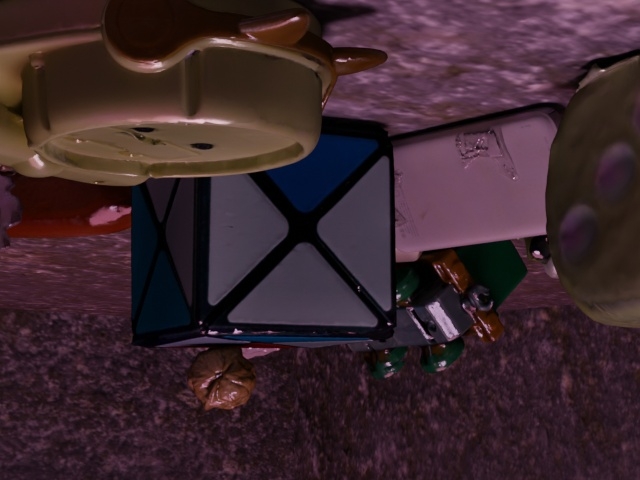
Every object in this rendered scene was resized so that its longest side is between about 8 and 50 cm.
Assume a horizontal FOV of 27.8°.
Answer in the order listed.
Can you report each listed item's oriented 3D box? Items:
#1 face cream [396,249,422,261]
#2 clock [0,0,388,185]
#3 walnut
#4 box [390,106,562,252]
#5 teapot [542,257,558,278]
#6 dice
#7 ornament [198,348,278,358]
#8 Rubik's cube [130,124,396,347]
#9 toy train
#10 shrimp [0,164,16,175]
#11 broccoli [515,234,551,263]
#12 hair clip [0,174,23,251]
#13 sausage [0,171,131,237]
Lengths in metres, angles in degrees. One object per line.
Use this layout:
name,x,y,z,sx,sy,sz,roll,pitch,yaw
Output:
face cream,0.000,0.000,2.085,0.349,0.081,0.173,-2,178,11
clock,-0.129,-0.127,1.087,0.348,0.117,0.286,-5,171,29
walnut,-0.115,0.160,1.504,0.079,0.082,0.096,28,172,0
box,0.173,-0.064,1.489,0.285,0.142,0.044,-9,-164,44
teapot,0.483,-0.019,1.772,0.318,0.149,0.220,-9,167,42
dice,0.380,-0.044,1.236,0.255,0.249,0.252,3,170,-24
ornament,-0.106,0.040,1.840,0.259,0.225,0.259,-22,-170,4
Rubik's cube,-0.071,-0.002,1.503,0.250,0.246,0.248,3,171,-24
toy train,0.174,0.088,2.202,0.249,0.178,0.429,-43,-164,-30
shrimp,-0.261,-0.110,1.418,0.254,0.059,0.145,-11,176,36
broccoli,0.269,-0.050,1.529,0.167,0.160,0.154,11,143,-6
hair clip,-0.458,-0.067,1.404,0.069,0.173,0.300,-7,149,35
sausage,-0.390,-0.049,1.695,0.349,0.094,0.097,-1,159,17
